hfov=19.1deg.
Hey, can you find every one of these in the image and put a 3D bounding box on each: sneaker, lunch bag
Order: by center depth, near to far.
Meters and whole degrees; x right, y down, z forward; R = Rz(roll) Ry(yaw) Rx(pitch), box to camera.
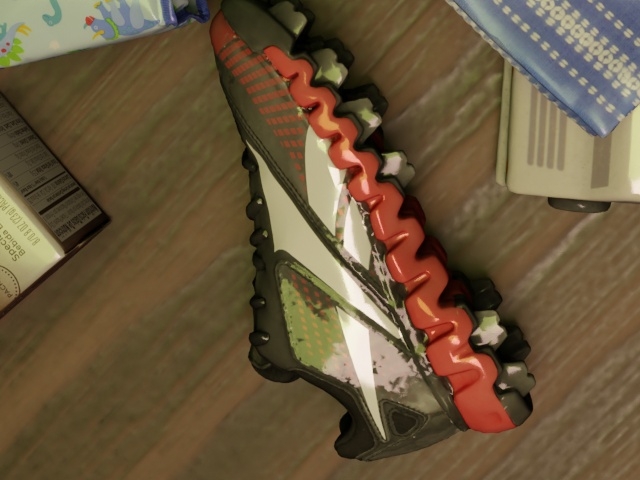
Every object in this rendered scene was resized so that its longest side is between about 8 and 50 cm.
[{"bbox_3d":[-0.139,-0.173,0.992,0.128,0.096,0.151,-12,97,11],"label":"lunch bag"},{"bbox_3d":[0.000,0.000,1.008,0.135,0.097,0.276,-28,98,10],"label":"sneaker"}]

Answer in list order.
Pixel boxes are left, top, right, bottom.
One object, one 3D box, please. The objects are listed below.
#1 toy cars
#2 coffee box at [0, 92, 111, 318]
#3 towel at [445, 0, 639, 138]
[{"bbox_3d":[0.258,0.014,0.980,0.393,0.087,0.176,43,104,-2],"label":"toy cars"},{"bbox_3d":[-0.254,-0.051,1.032,0.141,0.098,0.246,-39,94,14],"label":"coffee box"},{"bbox_3d":[0.171,-0.246,0.926,0.243,0.040,0.336,45,91,0],"label":"towel"}]
